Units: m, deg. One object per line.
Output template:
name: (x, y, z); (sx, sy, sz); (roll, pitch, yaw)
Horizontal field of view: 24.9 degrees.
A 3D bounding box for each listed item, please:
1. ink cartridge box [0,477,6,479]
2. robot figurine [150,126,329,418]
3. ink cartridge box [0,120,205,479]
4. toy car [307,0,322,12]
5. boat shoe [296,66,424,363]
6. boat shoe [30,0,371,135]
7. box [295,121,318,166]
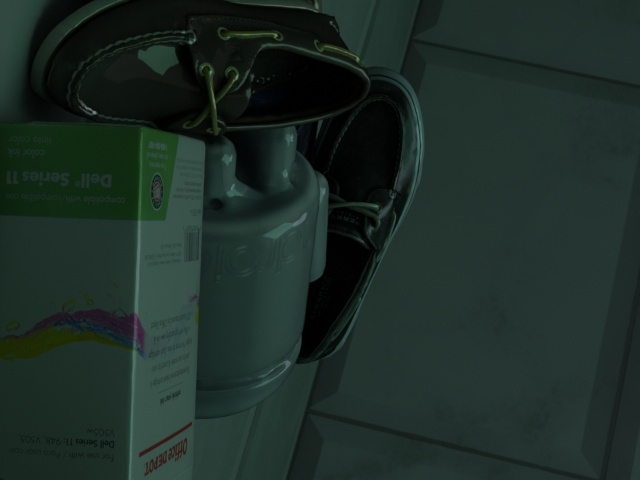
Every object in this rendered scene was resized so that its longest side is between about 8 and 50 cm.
ink cartridge box: (-0.270, 0.275, 0.861); (0.188, 0.097, 0.255); (-63, 180, 27)
robot figurine: (-0.110, 0.027, 1.387); (0.300, 0.200, 0.353); (-20, 133, -33)
ink cartridge box: (-0.174, 0.090, 1.137); (0.207, 0.119, 0.353); (-4, 96, -81)
toy car: (-0.106, -0.225, 1.430); (0.188, 0.149, 0.155); (-31, 138, -38)
boat shoe: (0.034, -0.018, 1.549); (0.119, 0.121, 0.335); (-68, 171, -78)
boat shoe: (-0.086, -0.138, 1.188); (0.324, 0.097, 0.116); (-11, 136, -49)
box: (-0.095, -0.042, 1.585); (0.165, 0.143, 0.270); (-67, 168, -55)
